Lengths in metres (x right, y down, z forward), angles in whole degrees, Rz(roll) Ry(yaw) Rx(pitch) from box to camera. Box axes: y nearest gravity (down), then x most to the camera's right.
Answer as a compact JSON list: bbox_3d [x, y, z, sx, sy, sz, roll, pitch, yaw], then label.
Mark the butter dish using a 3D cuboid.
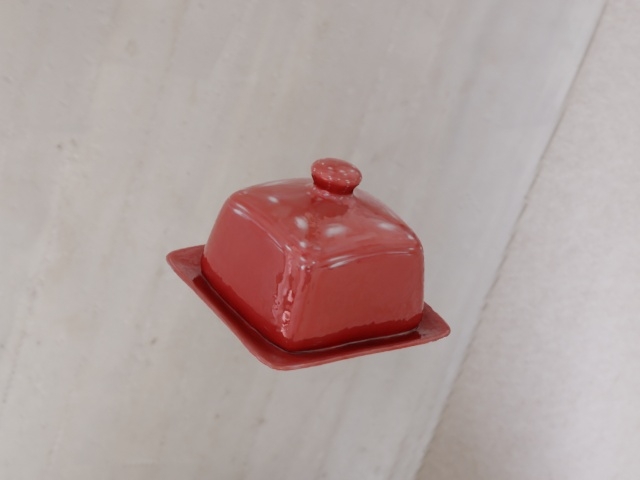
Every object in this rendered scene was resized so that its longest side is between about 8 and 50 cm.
[{"bbox_3d":[0.000,0.000,0.817,0.160,0.160,0.118,-7,123,-35],"label":"butter dish"}]
